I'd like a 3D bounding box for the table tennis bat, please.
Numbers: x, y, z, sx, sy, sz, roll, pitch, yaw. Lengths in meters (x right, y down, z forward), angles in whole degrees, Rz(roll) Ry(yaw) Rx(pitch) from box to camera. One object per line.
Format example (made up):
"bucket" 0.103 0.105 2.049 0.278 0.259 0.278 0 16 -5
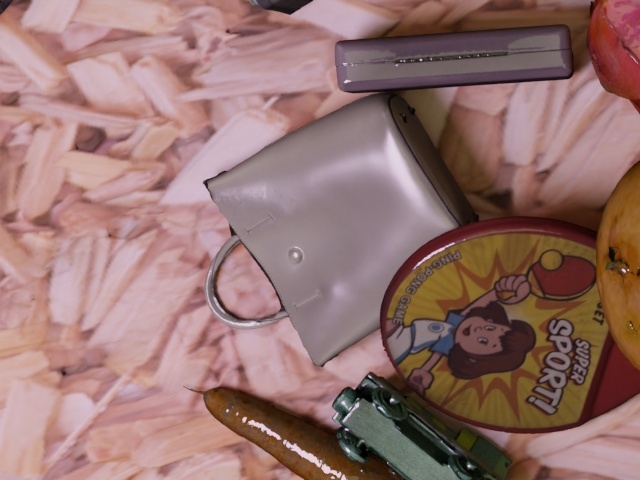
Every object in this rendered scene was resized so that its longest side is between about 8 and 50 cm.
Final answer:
"table tennis bat" 0.267 0.101 1.839 0.414 0.051 0.268 10 123 -3

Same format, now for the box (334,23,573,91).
"box" 0.140 -0.188 1.827 0.243 0.103 0.055 -4 92 9

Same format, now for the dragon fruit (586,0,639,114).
"dragon fruit" 0.404 -0.229 1.739 0.290 0.189 0.291 1 98 8

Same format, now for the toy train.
"toy train" 0.104 0.220 1.874 0.200 0.132 0.083 42 109 3

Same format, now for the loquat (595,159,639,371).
"loquat" 0.386 0.026 1.657 0.263 0.263 0.263 1 98 8

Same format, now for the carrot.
"carrot" -0.024 0.228 1.927 0.298 0.078 0.078 28 100 9

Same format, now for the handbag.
"handbag" 0.000 0.000 1.875 0.315 0.109 0.241 -31 92 15

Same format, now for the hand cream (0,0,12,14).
"hand cream" -0.379 -0.198 1.922 0.052 0.075 0.248 28 103 -1

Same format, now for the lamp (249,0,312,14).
"lamp" -0.094 -0.354 1.757 0.047 0.266 0.269 -27 93 7
